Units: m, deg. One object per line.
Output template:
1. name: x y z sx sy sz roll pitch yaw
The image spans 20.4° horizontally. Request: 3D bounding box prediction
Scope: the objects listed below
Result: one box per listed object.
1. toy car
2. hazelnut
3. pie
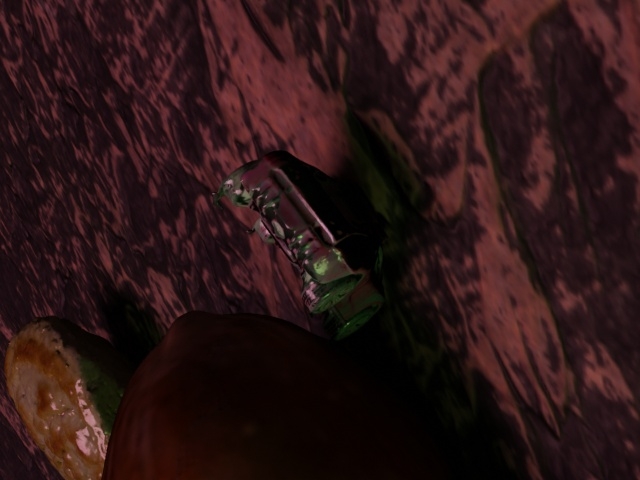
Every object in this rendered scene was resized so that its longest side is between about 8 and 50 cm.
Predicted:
1. toy car: 0.000 0.000 0.779 0.069 0.055 0.142 52 179 13
2. hazelnut: -0.022 0.130 0.828 0.214 0.176 0.214 160 90 -82
3. pie: -0.138 0.155 1.264 0.248 0.090 0.201 61 161 -18
